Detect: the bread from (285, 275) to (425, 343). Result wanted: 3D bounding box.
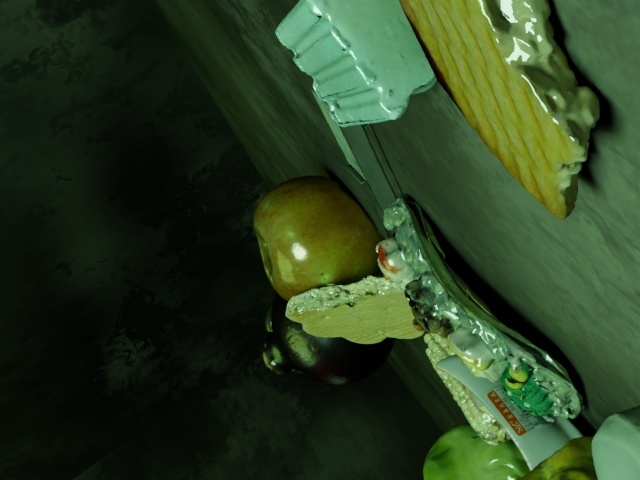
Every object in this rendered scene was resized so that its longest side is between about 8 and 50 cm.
[{"bbox_3d":[0.076,0.117,1.336,0.182,0.251,0.039,38,-131,-46],"label":"bread"}]

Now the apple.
[{"bbox_3d":[0.000,0.000,1.427,0.237,0.207,0.237,162,90,-76],"label":"apple"}]

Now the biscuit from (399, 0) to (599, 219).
[{"bbox_3d":[0.091,-0.121,0.454,0.176,0.031,0.228,51,172,37],"label":"biscuit"}]

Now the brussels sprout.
[{"bbox_3d":[0.293,0.439,1.369,0.259,0.227,0.294,49,-157,-22],"label":"brussels sprout"}]

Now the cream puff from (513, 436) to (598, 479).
[{"bbox_3d":[0.257,0.319,0.732,0.282,0.185,0.282,50,-165,-19],"label":"cream puff"}]

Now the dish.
[{"bbox_3d":[0.242,0.213,0.961,0.151,0.077,0.212,46,-177,-47],"label":"dish"}]

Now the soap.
[{"bbox_3d":[0.028,-0.154,0.666,0.114,0.063,0.198,54,176,-12],"label":"soap"}]

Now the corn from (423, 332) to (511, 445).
[{"bbox_3d":[0.216,0.202,1.196,0.211,0.087,0.087,51,174,37],"label":"corn"}]

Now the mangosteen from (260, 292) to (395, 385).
[{"bbox_3d":[0.008,0.186,1.827,0.297,0.313,0.297,156,90,-87],"label":"mangosteen"}]

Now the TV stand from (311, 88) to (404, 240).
[{"bbox_3d":[0.058,-0.086,1.003,0.049,0.040,0.256,52,175,46],"label":"TV stand"}]

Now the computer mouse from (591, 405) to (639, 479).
[{"bbox_3d":[0.296,0.234,0.532,0.331,0.095,0.197,47,-167,-20],"label":"computer mouse"}]

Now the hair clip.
[{"bbox_3d":[0.156,0.087,0.934,0.321,0.091,0.138,52,178,42],"label":"hair clip"}]
